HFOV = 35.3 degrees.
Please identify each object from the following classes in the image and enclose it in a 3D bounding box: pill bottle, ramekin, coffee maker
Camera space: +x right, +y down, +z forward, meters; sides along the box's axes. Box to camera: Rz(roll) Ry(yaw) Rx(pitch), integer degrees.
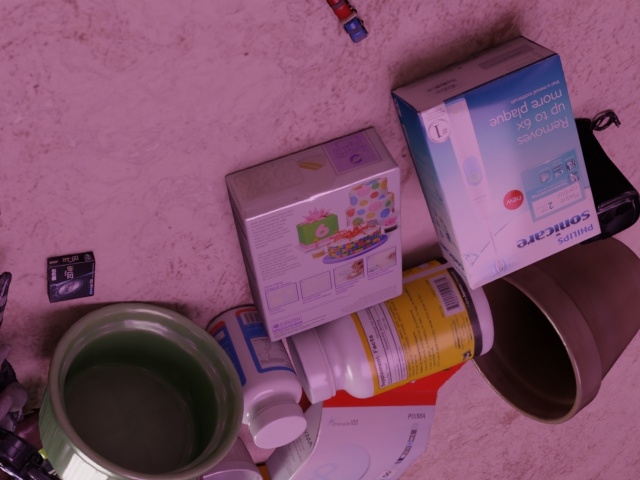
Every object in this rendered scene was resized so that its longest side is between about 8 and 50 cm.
[{"bbox_3d":[0.116,0.162,1.756,0.333,0.188,0.188,-19,144,-9],"label":"pill bottle"},{"bbox_3d":[-0.228,0.464,1.990,0.207,0.109,0.207,-17,143,-13],"label":"ramekin"},{"bbox_3d":[-0.284,0.261,1.552,0.303,0.303,0.148,1,144,-32],"label":"ramekin"},{"bbox_3d":[0.442,-0.105,1.629,0.171,0.178,0.120,-40,143,19],"label":"coffee maker"},{"bbox_3d":[-0.104,0.229,1.675,0.124,0.222,0.124,-16,143,-12],"label":"pill bottle"}]

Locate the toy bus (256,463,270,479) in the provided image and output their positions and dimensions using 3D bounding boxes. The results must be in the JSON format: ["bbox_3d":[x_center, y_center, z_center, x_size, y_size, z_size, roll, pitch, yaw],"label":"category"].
[{"bbox_3d":[-0.178,0.564,2.144,0.332,0.108,0.130,-9,141,-22],"label":"toy bus"}]

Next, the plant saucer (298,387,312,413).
[{"bbox_3d":[0.025,0.360,2.067,0.259,0.048,0.258,-35,143,13],"label":"plant saucer"}]

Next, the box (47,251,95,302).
[{"bbox_3d":[-0.365,0.054,1.472,0.067,0.018,0.083,-9,141,-23],"label":"box"}]

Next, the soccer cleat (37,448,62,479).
[{"bbox_3d":[-0.499,0.417,1.817,0.072,0.060,0.179,6,128,-23],"label":"soccer cleat"}]

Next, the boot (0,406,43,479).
[{"bbox_3d":[-0.500,0.356,1.681,0.206,0.090,0.248,-24,158,-3],"label":"boot"}]

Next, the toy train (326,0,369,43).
[{"bbox_3d":[0.023,-0.297,1.256,0.027,0.036,0.158,-32,144,9],"label":"toy train"}]

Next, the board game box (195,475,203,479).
[{"bbox_3d":[-0.322,0.461,1.818,0.223,0.098,0.303,-1,126,1],"label":"board game box"}]

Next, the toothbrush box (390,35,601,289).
[{"bbox_3d":[0.256,-0.112,1.457,0.216,0.126,0.296,-22,118,-5],"label":"toothbrush box"}]

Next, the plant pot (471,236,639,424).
[{"bbox_3d":[0.452,0.129,1.859,0.280,0.323,0.323,-30,147,-23],"label":"plant pot"}]

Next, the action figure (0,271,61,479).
[{"bbox_3d":[-0.461,0.207,1.434,0.178,0.341,0.330,-52,167,-33],"label":"action figure"}]

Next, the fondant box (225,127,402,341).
[{"bbox_3d":[0.000,0.000,1.563,0.238,0.096,0.330,-19,145,-9],"label":"fondant box"}]

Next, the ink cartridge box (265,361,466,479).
[{"bbox_3d":[0.111,0.368,2.014,0.308,0.091,0.385,7,134,-37],"label":"ink cartridge box"}]
